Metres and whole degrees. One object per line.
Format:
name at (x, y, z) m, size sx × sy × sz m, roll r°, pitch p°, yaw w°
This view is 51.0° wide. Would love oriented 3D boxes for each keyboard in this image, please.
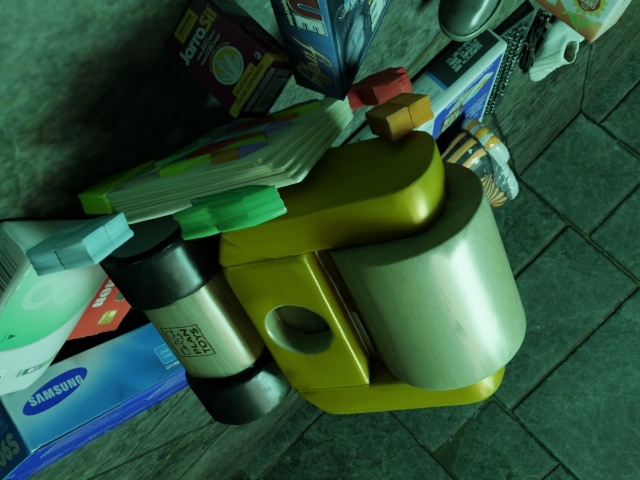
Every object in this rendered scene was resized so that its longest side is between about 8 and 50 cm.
keyboard at (0.337, -0.316, 1.204) m, size 0.201 × 0.033 × 0.317 m, roll -44°, pitch 166°, yaw -7°

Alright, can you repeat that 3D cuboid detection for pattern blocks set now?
pattern blocks set at (-0.057, -0.070, 0.510) m, size 0.285 × 0.026 × 0.325 m, roll -15°, pitch -160°, yaw 13°

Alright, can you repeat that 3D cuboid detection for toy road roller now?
toy road roller at (0.000, 0.000, 0.584) m, size 0.329 × 0.202 × 0.240 m, roll -9°, pitch -144°, yaw 26°

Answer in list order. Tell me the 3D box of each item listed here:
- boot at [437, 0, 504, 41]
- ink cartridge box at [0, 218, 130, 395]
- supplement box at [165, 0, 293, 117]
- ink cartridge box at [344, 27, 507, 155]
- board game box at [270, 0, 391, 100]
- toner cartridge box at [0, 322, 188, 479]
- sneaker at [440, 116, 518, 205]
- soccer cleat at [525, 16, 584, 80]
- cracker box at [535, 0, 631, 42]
boot at (0.177, -0.320, 0.686) m, size 0.189 × 0.076 × 0.208 m, roll -61°, pitch 170°, yaw 5°
ink cartridge box at (-0.226, 0.059, 0.630) m, size 0.181 × 0.056 × 0.224 m, roll -51°, pitch 157°, yaw 21°
supplement box at (-0.066, -0.138, 0.503) m, size 0.055 × 0.083 × 0.043 m, roll -53°, pitch 164°, yaw 25°
ink cartridge box at (0.151, -0.155, 1.075) m, size 0.303 × 0.072 × 0.307 m, roll -45°, pitch 168°, yaw -6°
board game box at (0.039, -0.236, 0.439) m, size 0.165 × 0.042 × 0.243 m, roll 63°, pitch 50°, yaw -75°
toner cartridge box at (-0.245, 0.174, 0.811) m, size 0.165 × 0.075 × 0.348 m, roll -42°, pitch 169°, yaw 33°
sneaker at (0.233, -0.089, 1.160) m, size 0.180 × 0.124 × 0.321 m, roll -44°, pitch 156°, yaw 7°
soccer cleat at (0.458, -0.361, 1.316) m, size 0.068 × 0.076 × 0.196 m, roll -42°, pitch 165°, yaw -10°
cracker box at (0.332, -0.375, 0.793) m, size 0.067 × 0.156 × 0.232 m, roll -39°, pitch 164°, yaw -24°
